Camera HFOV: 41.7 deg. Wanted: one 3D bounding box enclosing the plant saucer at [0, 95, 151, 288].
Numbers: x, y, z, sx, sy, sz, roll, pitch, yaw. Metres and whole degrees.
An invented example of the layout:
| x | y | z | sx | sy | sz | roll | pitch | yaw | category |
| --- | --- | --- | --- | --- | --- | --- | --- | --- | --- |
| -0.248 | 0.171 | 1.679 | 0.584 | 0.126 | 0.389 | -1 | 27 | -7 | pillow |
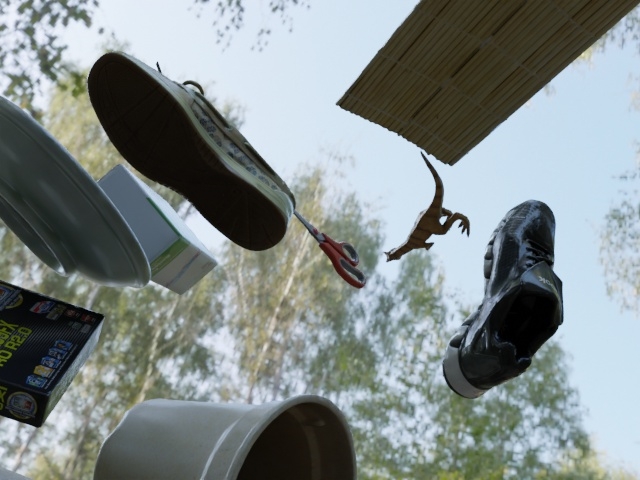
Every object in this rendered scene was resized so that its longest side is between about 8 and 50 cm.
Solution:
| x | y | z | sx | sy | sz | roll | pitch | yaw | category |
| --- | --- | --- | --- | --- | --- | --- | --- | --- | --- |
| -0.445 | -0.050 | 1.359 | 0.400 | 0.100 | 0.400 | 38 | -23 | 19 | plant saucer |

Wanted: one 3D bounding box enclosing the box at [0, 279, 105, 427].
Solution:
| x | y | z | sx | sy | sz | roll | pitch | yaw | category |
| --- | --- | --- | --- | --- | --- | --- | --- | --- | --- |
| -0.470 | 0.157 | 1.265 | 0.216 | 0.270 | 0.060 | 20 | -71 | -3 | box |

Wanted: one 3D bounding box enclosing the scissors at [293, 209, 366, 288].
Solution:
| x | y | z | sx | sy | sz | roll | pitch | yaw | category |
| --- | --- | --- | --- | --- | --- | --- | --- | --- | --- |
| 0.000 | 0.000 | 1.680 | 0.021 | 0.109 | 0.297 | -28 | -43 | 25 | scissors |

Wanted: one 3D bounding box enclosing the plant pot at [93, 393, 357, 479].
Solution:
| x | y | z | sx | sy | sz | roll | pitch | yaw | category |
| --- | --- | --- | --- | --- | --- | --- | --- | --- | --- |
| -0.159 | 0.374 | 1.263 | 0.305 | 0.334 | 0.334 | 4 | -43 | 34 | plant pot |

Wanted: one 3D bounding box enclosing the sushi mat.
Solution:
| x | y | z | sx | sy | sz | roll | pitch | yaw | category |
| --- | --- | --- | --- | --- | --- | --- | --- | --- | --- |
| 0.152 | -0.182 | 0.773 | 0.151 | 0.019 | 0.316 | 28 | -37 | -14 | sushi mat |

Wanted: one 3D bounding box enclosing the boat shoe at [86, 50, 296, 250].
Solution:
| x | y | z | sx | sy | sz | roll | pitch | yaw | category |
| --- | --- | --- | --- | --- | --- | --- | --- | --- | --- |
| -0.145 | -0.107 | 0.971 | 0.104 | 0.089 | 0.285 | -36 | -74 | 30 | boat shoe |

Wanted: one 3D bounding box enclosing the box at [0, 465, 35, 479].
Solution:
| x | y | z | sx | sy | sz | roll | pitch | yaw | category |
| --- | --- | --- | --- | --- | --- | --- | --- | --- | --- |
| -0.389 | 0.292 | 0.928 | 0.126 | 0.072 | 0.137 | 5 | -13 | 37 | box |

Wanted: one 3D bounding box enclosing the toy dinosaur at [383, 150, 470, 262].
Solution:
| x | y | z | sx | sy | sz | roll | pitch | yaw | category |
| --- | --- | --- | --- | --- | --- | --- | --- | --- | --- |
| 0.161 | -0.031 | 1.216 | 0.112 | 0.064 | 0.212 | -5 | -42 | -31 | toy dinosaur |

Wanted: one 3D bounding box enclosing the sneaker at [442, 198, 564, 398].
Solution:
| x | y | z | sx | sy | sz | roll | pitch | yaw | category |
| --- | --- | --- | --- | --- | --- | --- | --- | --- | --- |
| 0.205 | 0.049 | 0.836 | 0.078 | 0.234 | 0.106 | 37 | -29 | -15 | sneaker |

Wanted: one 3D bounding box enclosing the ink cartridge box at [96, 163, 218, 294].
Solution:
| x | y | z | sx | sy | sz | roll | pitch | yaw | category |
| --- | --- | --- | --- | --- | --- | --- | --- | --- | --- |
| -0.344 | -0.013 | 1.718 | 0.201 | 0.117 | 0.278 | 48 | -2 | 15 | ink cartridge box |
